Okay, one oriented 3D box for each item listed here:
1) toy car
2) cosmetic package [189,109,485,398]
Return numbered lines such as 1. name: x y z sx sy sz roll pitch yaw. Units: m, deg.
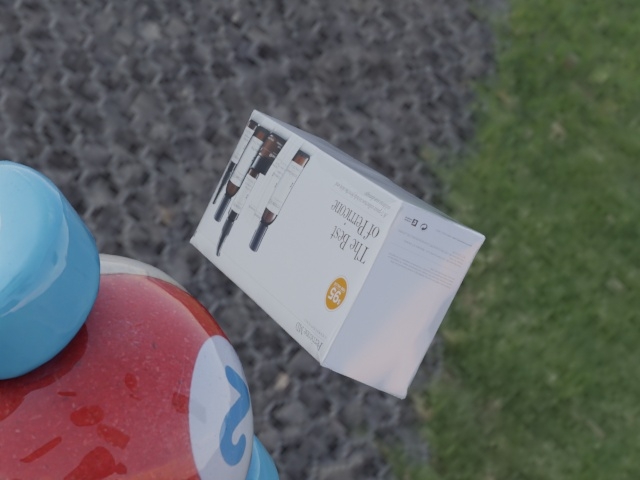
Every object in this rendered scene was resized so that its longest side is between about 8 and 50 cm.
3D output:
1. toy car: -0.085 0.140 0.595 0.238 0.210 0.219 50 -6 38
2. cosmetic package: 0.000 0.000 0.981 0.060 0.099 0.239 22 6 -26
